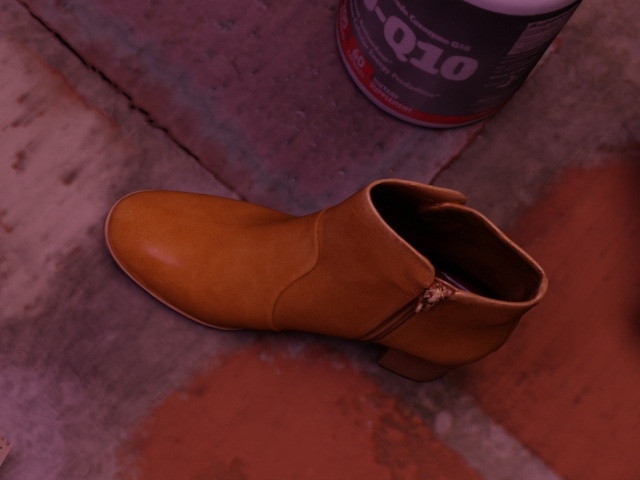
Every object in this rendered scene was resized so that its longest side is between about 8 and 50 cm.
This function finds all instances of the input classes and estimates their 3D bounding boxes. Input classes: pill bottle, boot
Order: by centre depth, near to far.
[{"bbox_3d":[0.000,0.001,1.289,0.295,0.211,0.104,22,64,-4],"label":"boot"},{"bbox_3d":[0.119,-0.210,1.363,0.161,0.283,0.161,5,67,-12],"label":"pill bottle"}]

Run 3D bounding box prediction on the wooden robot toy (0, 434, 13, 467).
[{"bbox_3d":[-0.279,0.088,1.267,0.173,0.076,0.079,30,54,-1],"label":"wooden robot toy"}]
